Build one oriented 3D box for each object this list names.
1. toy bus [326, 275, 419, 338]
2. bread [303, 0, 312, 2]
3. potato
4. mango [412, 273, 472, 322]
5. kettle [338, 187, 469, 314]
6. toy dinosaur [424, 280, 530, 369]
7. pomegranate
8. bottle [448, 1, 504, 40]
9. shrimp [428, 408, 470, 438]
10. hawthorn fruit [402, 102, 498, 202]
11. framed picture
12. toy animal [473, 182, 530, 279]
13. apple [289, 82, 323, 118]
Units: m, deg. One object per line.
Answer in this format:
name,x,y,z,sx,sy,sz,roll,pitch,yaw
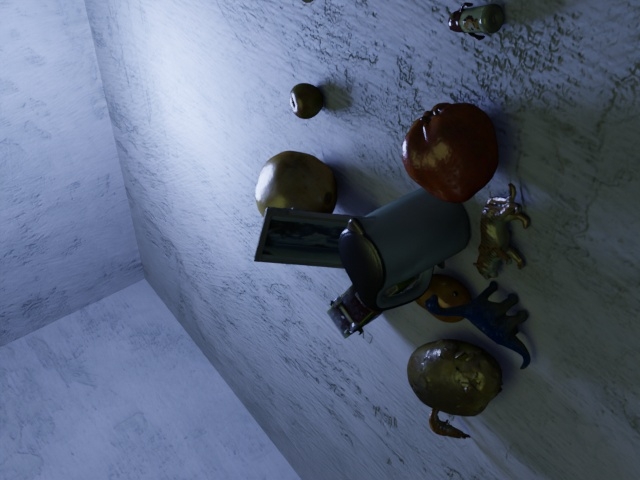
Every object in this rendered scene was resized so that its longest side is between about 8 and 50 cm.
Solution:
toy bus,0.137,0.140,1.607,0.113,0.139,0.302,55,143,13
bread,-0.047,-0.584,1.373,0.103,0.049,0.062,60,-175,2
potato,0.312,0.324,1.466,0.192,0.141,0.296,58,149,3
mango,0.274,0.126,1.418,0.165,0.089,0.115,32,148,49
kettle,0.175,0.025,1.307,0.165,0.255,0.241,16,125,50
toy dinosaur,0.332,0.188,1.267,0.248,0.188,0.075,65,159,-8
pomegranate,-0.059,-0.125,1.622,0.233,0.233,0.233,39,144,37
bottle,0.259,-0.372,1.055,0.101,0.047,0.063,21,122,53
shrimp,0.343,0.477,1.629,0.127,0.091,0.025,28,154,-9
hawthorn fruit,0.239,-0.160,1.142,0.189,0.189,0.189,39,144,37
framed picture,0.000,0.000,1.572,0.232,0.314,0.024,111,162,-54
toy animal,0.347,-0.010,1.207,0.099,0.056,0.241,32,140,44
apple,-0.038,-0.346,1.538,0.089,0.074,0.090,42,145,38
